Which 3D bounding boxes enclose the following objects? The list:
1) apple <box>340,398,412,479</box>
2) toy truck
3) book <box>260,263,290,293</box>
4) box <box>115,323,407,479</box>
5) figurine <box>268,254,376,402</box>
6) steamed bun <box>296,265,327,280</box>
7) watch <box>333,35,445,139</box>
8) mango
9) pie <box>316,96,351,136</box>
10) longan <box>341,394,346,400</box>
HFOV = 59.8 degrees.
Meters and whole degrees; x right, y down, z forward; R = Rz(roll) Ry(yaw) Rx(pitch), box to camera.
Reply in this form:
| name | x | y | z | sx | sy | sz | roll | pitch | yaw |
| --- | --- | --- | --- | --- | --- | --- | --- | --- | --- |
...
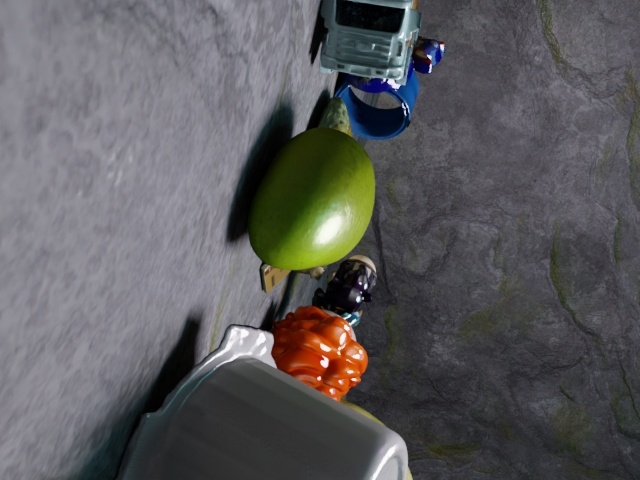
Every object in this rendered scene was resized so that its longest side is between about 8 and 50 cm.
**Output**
| name | x | y | z | sx | sy | sz | roll | pitch | yaw |
| --- | --- | --- | --- | --- | --- | --- | --- | --- | --- |
| apple | -0.017 | 0.602 | 1.288 | 0.473 | 0.473 | 0.474 | 17 | 90 | -86 |
| toy truck | 0.090 | -0.360 | 0.849 | 0.305 | 0.136 | 0.162 | -71 | 169 | -53 |
| book | -0.041 | 0.015 | 0.987 | 0.172 | 0.012 | 0.118 | -45 | 165 | -19 |
| box | -0.048 | 0.253 | 0.549 | 0.291 | 0.206 | 0.263 | -40 | 136 | -49 |
| figurine | 0.016 | 0.206 | 1.301 | 0.306 | 0.241 | 0.412 | -41 | -171 | 45 |
| steamed bun | 0.000 | 0.000 | 1.335 | 0.177 | 0.106 | 0.192 | -53 | 178 | -34 |
| watch | 0.129 | -0.316 | 1.160 | 0.171 | 0.196 | 0.200 | -59 | 162 | -31 |
| mango | -0.004 | -0.058 | 0.742 | 0.273 | 0.149 | 0.186 | -25 | 135 | -78 |
| pie | 0.003 | -0.135 | 1.069 | 0.302 | 0.066 | 0.303 | 19 | 90 | -87 |
| longan | -0.048 | 0.480 | 1.716 | 0.300 | 0.243 | 0.301 | 5 | 90 | -65 |
